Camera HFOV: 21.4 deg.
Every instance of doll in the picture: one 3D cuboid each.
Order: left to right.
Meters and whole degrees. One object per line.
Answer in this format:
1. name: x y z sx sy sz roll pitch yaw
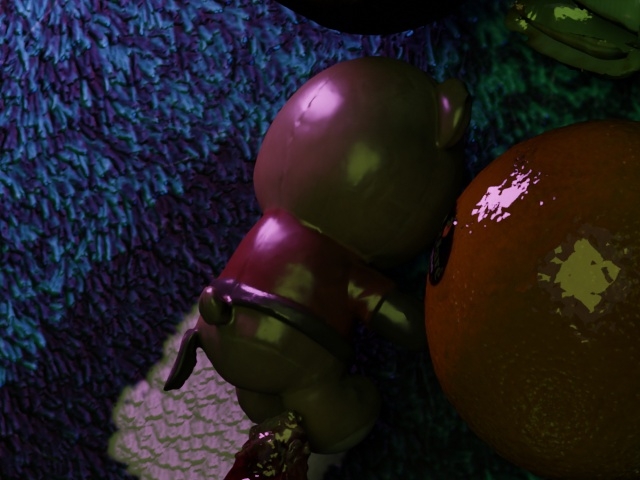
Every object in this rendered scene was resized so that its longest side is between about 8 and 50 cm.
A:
1. doll: 0.000 0.000 1.398 0.235 0.174 0.330 13 77 56

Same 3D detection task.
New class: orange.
1. orange: 0.210 0.046 1.260 0.274 0.274 0.274 -5 76 20

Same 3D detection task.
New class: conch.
1. conch: 0.220 -0.183 1.415 0.170 0.079 0.105 8 74 38

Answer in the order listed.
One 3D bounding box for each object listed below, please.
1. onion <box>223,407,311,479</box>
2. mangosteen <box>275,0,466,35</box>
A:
1. onion: -0.072 0.314 1.304 0.267 0.159 0.348 -4 95 34
2. mangosteen: 0.055 -0.312 1.400 0.233 0.287 0.287 16 83 46
